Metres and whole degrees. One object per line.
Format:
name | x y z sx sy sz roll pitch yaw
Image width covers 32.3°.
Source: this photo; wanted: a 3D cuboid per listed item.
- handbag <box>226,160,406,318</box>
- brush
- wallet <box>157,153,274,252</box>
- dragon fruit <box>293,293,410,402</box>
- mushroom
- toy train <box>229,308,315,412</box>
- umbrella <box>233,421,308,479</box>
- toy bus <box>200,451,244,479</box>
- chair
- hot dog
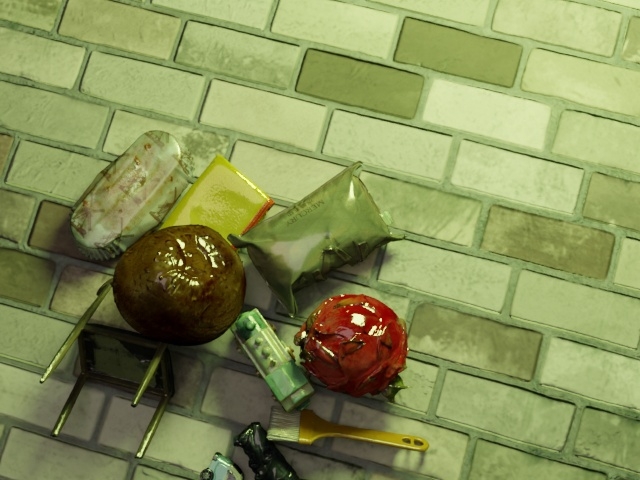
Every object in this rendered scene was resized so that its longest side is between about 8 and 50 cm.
handbag | 0.000 0.000 1.893 0.270 0.117 0.183 -31 88 -7
brush | 0.048 0.322 1.840 0.272 0.103 0.013 9 112 -1
wallet | -0.199 -0.015 1.942 0.141 0.067 0.241 38 88 7
dragon fruit | 0.059 0.172 1.817 0.209 0.172 0.172 31 80 -30
mushroom | -0.218 0.066 1.802 0.231 0.138 0.194 -29 67 -37
toy train | -0.081 0.199 1.851 0.080 0.125 0.194 -35 78 -6
umbrella | -0.062 0.404 1.834 0.071 0.080 0.224 -41 87 -16
toy bus | -0.174 0.423 1.845 0.074 0.060 0.123 26 83 5
chair | -0.331 0.203 1.857 0.188 0.166 0.272 13 46 8
hot dog | -0.335 -0.079 1.958 0.144 0.075 0.268 44 82 7
